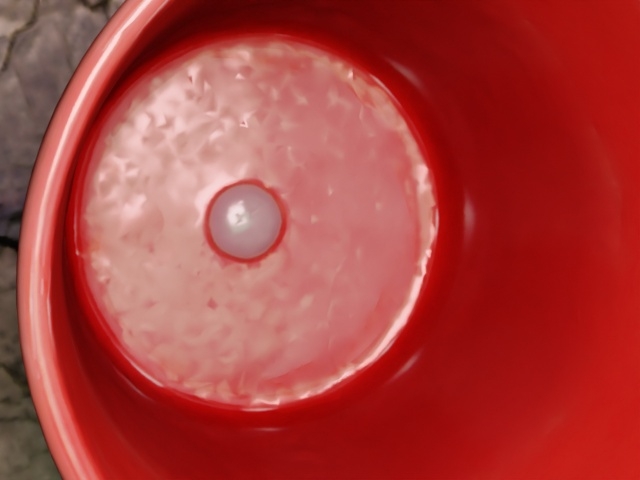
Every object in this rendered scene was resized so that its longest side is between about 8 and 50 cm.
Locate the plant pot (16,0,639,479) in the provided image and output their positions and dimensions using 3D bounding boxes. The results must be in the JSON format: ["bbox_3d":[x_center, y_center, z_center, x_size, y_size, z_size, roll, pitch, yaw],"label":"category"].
[{"bbox_3d":[0.000,0.000,0.663,0.275,0.243,0.274,-2,95,-17],"label":"plant pot"}]
